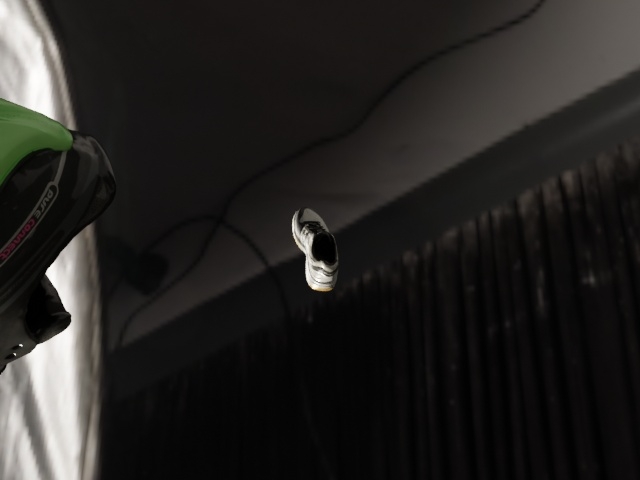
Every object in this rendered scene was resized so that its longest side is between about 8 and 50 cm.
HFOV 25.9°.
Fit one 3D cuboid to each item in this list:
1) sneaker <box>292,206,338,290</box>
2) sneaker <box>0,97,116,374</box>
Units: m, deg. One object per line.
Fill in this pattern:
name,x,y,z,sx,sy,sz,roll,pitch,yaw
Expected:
sneaker,0.000,0.000,1.141,0.032,0.083,0.037,-4,141,-19
sneaker,-0.303,0.078,1.052,0.202,0.185,0.483,4,144,-40
